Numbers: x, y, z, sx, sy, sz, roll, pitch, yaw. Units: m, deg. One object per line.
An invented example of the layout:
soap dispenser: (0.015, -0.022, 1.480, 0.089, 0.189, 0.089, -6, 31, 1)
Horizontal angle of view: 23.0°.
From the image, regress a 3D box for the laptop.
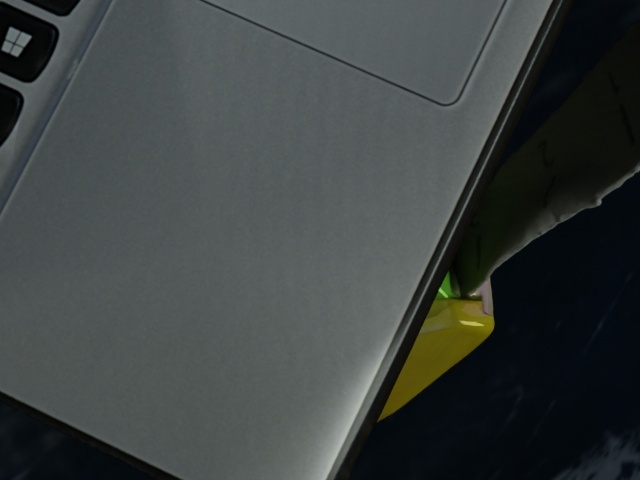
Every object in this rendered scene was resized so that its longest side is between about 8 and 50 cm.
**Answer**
laptop: (-0.109, -0.197, 0.340, 0.382, 0.408, 0.236, -64, 172, -9)

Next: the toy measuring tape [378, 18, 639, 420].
toy measuring tape: (0.000, 0.000, 0.514, 0.121, 0.330, 0.121, 10, 61, -19)
